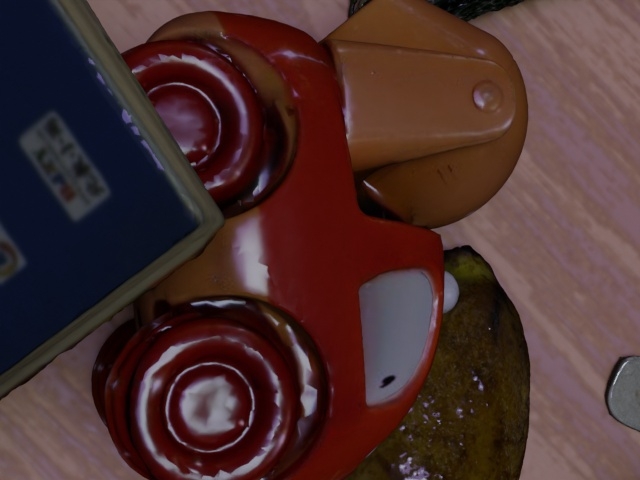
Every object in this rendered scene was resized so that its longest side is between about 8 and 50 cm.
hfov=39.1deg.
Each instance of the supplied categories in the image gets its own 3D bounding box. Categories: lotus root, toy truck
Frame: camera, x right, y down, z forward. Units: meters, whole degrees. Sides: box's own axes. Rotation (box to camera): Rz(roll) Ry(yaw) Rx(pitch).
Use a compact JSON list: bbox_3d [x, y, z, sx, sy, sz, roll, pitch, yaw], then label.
[{"bbox_3d":[0.071,0.089,0.512,0.108,0.094,0.190,33,73,-40],"label":"lotus root"},{"bbox_3d":[0.000,0.000,0.464,0.239,0.189,0.264,-4,87,-18],"label":"toy truck"}]

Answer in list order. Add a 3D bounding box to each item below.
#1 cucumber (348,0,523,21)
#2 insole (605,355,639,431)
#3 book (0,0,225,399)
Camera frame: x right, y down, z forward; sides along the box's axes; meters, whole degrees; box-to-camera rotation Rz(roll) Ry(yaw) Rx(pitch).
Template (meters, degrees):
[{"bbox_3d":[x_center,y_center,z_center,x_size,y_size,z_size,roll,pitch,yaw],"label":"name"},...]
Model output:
[{"bbox_3d":[0.131,-0.179,0.563,0.245,0.067,0.067,-22,88,-13],"label":"cucumber"},{"bbox_3d":[0.272,0.123,0.580,0.192,0.010,0.063,22,82,-7],"label":"insole"},{"bbox_3d":[-0.282,-0.010,0.386,0.428,0.039,0.300,-34,87,18],"label":"book"}]
